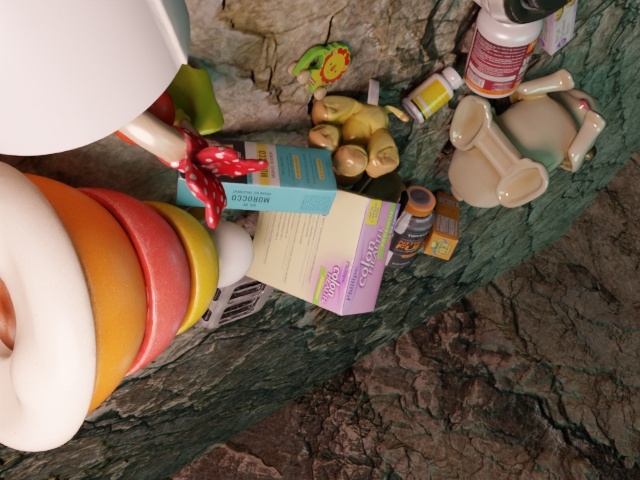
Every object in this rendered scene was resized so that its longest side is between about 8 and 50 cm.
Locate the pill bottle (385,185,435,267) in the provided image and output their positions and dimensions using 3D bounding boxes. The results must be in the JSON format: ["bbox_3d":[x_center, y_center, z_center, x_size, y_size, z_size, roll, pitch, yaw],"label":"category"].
[{"bbox_3d":[0.234,-0.041,1.563,0.131,0.130,0.245,-24,152,-28],"label":"pill bottle"}]

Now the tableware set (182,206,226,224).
[{"bbox_3d":[-0.240,-0.031,1.069,0.104,0.024,0.154,-35,158,3],"label":"tableware set"}]

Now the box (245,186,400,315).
[{"bbox_3d":[0.000,0.000,1.086,0.117,0.243,0.213,3,102,-53],"label":"box"}]

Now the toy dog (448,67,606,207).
[{"bbox_3d":[0.553,-0.242,1.456,0.408,0.284,0.395,-29,155,-23],"label":"toy dog"}]

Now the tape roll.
[{"bbox_3d":[-0.245,-0.214,0.450,0.246,0.246,0.169,-33,155,-10],"label":"tape roll"}]

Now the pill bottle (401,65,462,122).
[{"bbox_3d":[0.230,-0.301,1.164,0.116,0.065,0.065,-40,156,6],"label":"pill bottle"}]

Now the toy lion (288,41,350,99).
[{"bbox_3d":[0.006,-0.286,0.931,0.096,0.034,0.100,-49,154,9],"label":"toy lion"}]

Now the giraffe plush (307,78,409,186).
[{"bbox_3d":[0.050,-0.177,1.072,0.210,0.182,0.170,-63,-176,-33],"label":"giraffe plush"}]

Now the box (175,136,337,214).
[{"bbox_3d":[-0.103,-0.103,0.904,0.245,0.100,0.060,3,141,-16],"label":"box"}]

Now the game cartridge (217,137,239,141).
[{"bbox_3d":[-0.171,-0.140,0.968,0.056,0.017,0.083,-9,144,-41],"label":"game cartridge"}]

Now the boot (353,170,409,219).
[{"bbox_3d":[0.104,-0.048,1.394,0.112,0.115,0.305,-16,150,-44],"label":"boot"}]

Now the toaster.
[{"bbox_3d":[-0.192,0.090,1.243,0.186,0.110,0.168,-16,149,-40],"label":"toaster"}]

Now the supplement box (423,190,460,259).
[{"bbox_3d":[0.346,-0.046,1.612,0.233,0.080,0.078,-66,175,-52],"label":"supplement box"}]

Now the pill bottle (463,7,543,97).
[{"bbox_3d":[0.356,-0.392,1.101,0.121,0.121,0.221,-31,156,-13],"label":"pill bottle"}]

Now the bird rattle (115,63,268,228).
[{"bbox_3d":[-0.197,-0.131,0.695,0.207,0.253,0.143,29,114,-39],"label":"bird rattle"}]

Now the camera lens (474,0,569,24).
[{"bbox_3d":[0.216,-0.415,0.675,0.220,0.274,0.219,-30,156,-15],"label":"camera lens"}]

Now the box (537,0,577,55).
[{"bbox_3d":[0.475,-0.497,1.142,0.067,0.063,0.324,-38,156,5],"label":"box"}]

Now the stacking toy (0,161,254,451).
[{"bbox_3d":[-0.262,0.048,0.827,0.480,0.350,0.350,-16,149,-53],"label":"stacking toy"}]
